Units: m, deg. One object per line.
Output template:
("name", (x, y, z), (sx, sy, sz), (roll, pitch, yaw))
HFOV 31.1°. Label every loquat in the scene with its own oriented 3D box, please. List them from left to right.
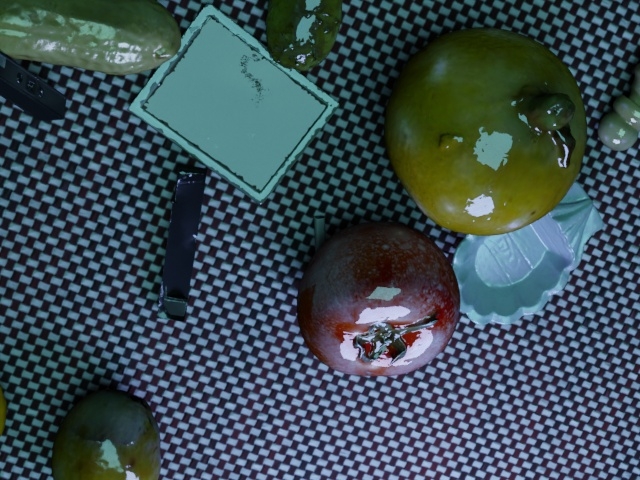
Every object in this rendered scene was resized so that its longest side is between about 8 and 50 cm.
("loquat", (-0.353, 0.352, 1.901), (0.179, 0.179, 0.227), (-1, 107, -11))
("loquat", (0.266, -0.169, 1.766), (0.328, 0.359, 0.328), (2, 86, -24))

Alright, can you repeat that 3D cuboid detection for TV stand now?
("TV stand", (-0.227, 0.005, 1.879), (0.049, 0.040, 0.256), (9, 106, -4))

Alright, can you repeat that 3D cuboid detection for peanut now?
("peanut", (-0.363, -0.324, 1.698), (0.319, 0.147, 0.147), (2, 107, -23))

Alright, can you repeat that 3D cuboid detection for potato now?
("potato", (-0.018, -0.371, 1.778), (0.117, 0.090, 0.225), (13, 106, -15))

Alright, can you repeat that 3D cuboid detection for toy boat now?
("toy boat", (0.339, 0.015, 1.970), (0.290, 0.100, 0.199), (-35, 111, 2))

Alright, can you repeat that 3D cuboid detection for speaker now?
("speaker", (-0.443, -0.227, 1.693), (0.046, 0.191, 0.040), (0, 75, 19))

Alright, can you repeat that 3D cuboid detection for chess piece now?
("chess piece", (0.535, -0.230, 1.945), (0.094, 0.094, 0.170), (34, 106, -19))

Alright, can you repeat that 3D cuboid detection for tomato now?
("tomato", (0.094, 0.090, 1.879), (0.270, 0.227, 0.270), (-4, 131, -5))

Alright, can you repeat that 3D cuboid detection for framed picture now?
("framed picture", (-0.137, -0.215, 1.844), (0.273, 0.016, 0.216), (37, 98, -19))

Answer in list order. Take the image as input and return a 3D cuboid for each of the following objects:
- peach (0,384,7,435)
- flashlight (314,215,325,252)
("peach", (-0.597, 0.273, 1.863), (0.179, 0.103, 0.179), (-2, 108, -7))
("flashlight", (0.000, 0.000, 1.939), (0.018, 0.018, 0.083), (-6, 109, -11))
